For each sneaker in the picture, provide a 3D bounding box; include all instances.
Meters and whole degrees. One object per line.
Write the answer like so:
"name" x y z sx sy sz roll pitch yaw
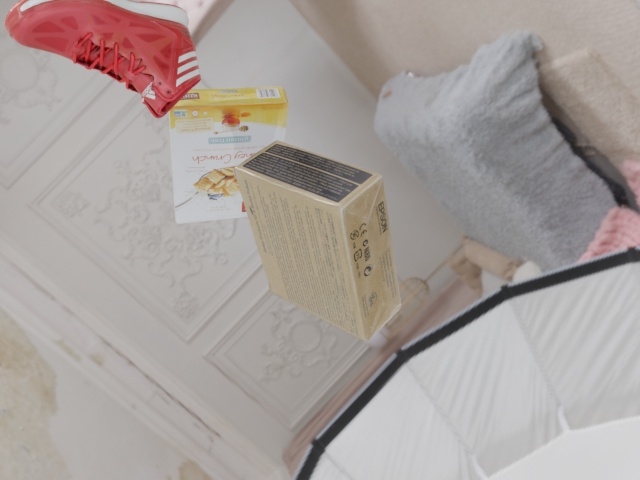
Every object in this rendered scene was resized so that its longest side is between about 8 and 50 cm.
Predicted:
"sneaker" -0.227 -0.208 0.728 0.087 0.221 0.128 -34 76 49

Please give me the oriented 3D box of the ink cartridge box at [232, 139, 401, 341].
"ink cartridge box" 0.000 0.000 0.870 0.193 0.088 0.234 25 142 37

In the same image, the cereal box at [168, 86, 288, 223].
"cereal box" -0.146 -0.128 1.003 0.240 0.173 0.047 100 159 -48
